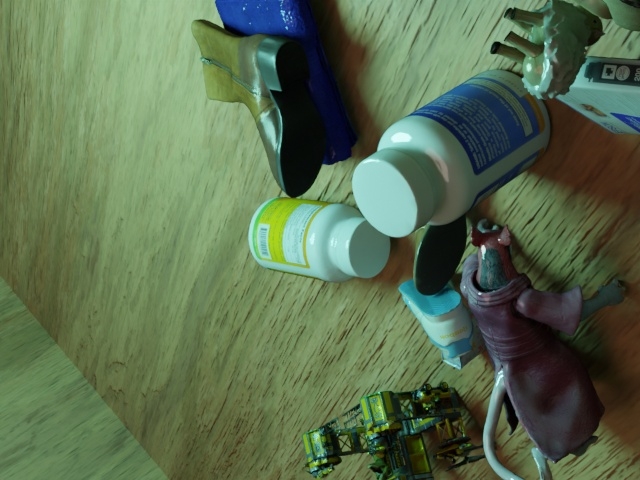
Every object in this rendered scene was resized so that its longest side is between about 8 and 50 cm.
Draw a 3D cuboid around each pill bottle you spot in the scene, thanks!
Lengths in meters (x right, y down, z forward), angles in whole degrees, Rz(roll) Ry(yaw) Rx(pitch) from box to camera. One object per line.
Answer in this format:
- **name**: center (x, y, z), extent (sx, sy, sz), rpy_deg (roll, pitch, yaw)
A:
- **pill bottle**: center (0.000, 0.000, 1.805), extent (0.245, 0.136, 0.136), rpy_deg (9, 123, 47)
- **pill bottle**: center (0.172, -0.113, 1.387), extent (0.152, 0.272, 0.152), rpy_deg (30, 137, 33)

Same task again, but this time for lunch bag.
- **lunch bag**: center (0.233, 0.156, 1.700), extent (0.053, 0.071, 0.083), rpy_deg (27, 139, 40)

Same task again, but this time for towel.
- **towel**: center (-0.053, -0.281, 1.716), extent (0.227, 0.076, 0.308), rpy_deg (14, 128, 54)

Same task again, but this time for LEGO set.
- **LEGO set**: center (0.129, 0.396, 1.851), extent (0.331, 0.255, 0.192), rpy_deg (-37, 59, 44)

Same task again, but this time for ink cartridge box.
- **ink cartridge box**: center (0.383, -0.156, 1.177), extent (0.208, 0.206, 0.045), rpy_deg (13, 87, 43)

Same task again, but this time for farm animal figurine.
- **farm animal figurine**: center (0.335, -0.334, 1.058), extent (0.172, 0.327, 0.330), rpy_deg (23, 149, -10)

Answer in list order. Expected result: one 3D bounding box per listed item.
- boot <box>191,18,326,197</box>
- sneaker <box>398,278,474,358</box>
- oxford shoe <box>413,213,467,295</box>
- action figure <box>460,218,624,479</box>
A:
- **boot**: center (-0.120, -0.219, 1.701), extent (0.280, 0.096, 0.264), rpy_deg (22, 134, 50)
- **sneaker**: center (0.183, 0.111, 1.635), extent (0.229, 0.087, 0.092), rpy_deg (-99, -12, -74)
- **oxford shoe**: center (0.178, -0.021, 1.582), extent (0.076, 0.076, 0.212), rpy_deg (14, 91, 66)
- **action figure**: center (0.267, 0.130, 1.486), extent (0.248, 0.276, 0.370), rpy_deg (17, 143, 51)
